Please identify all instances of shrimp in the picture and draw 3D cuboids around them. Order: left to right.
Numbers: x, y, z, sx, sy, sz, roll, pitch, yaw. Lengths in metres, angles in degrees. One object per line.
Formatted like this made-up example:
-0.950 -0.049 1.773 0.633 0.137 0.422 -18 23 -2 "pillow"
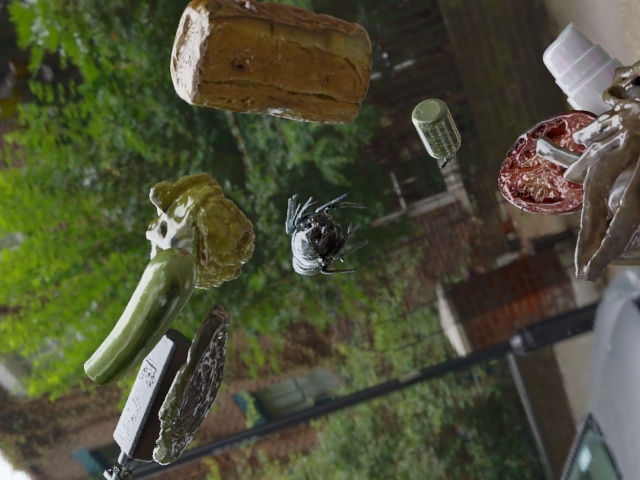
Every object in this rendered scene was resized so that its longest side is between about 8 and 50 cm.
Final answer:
-0.002 0.002 2.258 0.221 0.166 0.410 42 154 7 "shrimp"

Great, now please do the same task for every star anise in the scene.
0.352 -0.103 0.987 0.109 0.349 0.292 41 -137 -18 "star anise"

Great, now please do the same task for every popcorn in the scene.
-0.209 -0.017 1.731 0.169 0.218 0.189 -10 -111 -42 "popcorn"

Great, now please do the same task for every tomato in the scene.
0.373 -0.114 1.540 0.082 0.174 0.166 19 -102 -47 "tomato"

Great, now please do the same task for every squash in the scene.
-0.272 0.117 1.524 0.083 0.250 0.083 34 -167 -9 "squash"

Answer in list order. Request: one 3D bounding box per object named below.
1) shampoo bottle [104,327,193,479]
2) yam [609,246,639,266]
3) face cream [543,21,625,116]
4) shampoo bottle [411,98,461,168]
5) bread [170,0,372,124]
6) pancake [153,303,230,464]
-0.325 0.323 1.860 0.071 0.310 0.098 17 -174 -40 "shampoo bottle"
0.556 0.023 1.601 0.046 0.264 0.046 -8 -81 -61 "yam"
0.481 -0.189 1.537 0.345 0.102 0.102 48 -174 3 "face cream"
0.255 -0.225 2.100 0.162 0.079 0.079 55 -164 -48 "shampoo bottle"
-0.068 -0.272 1.480 0.132 0.294 0.167 32 115 59 "bread"
-0.169 0.200 1.350 0.222 0.042 0.236 -48 -23 -66 "pancake"
